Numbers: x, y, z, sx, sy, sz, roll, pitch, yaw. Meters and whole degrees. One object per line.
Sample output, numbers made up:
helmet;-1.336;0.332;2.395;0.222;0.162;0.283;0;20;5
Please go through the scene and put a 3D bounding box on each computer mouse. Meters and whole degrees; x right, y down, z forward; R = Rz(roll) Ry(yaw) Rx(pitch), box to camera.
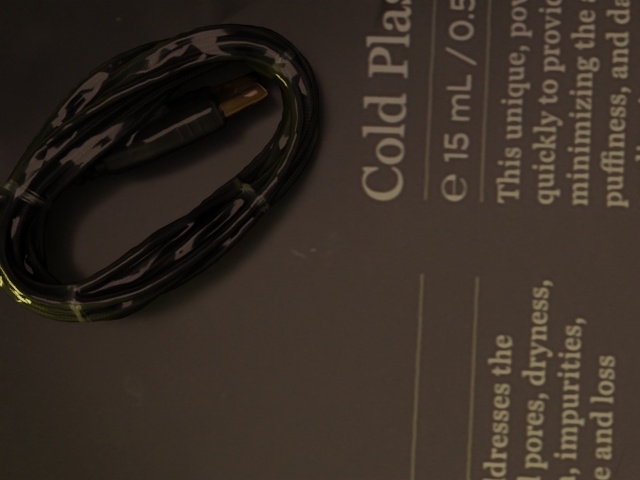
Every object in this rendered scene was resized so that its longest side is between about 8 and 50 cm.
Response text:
computer mouse;-0.114;0.007;0.319;0.242;0.041;0.071;-17;84;-1

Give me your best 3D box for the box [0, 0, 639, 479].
box;0.000;0.000;0.410;0.312;0.179;0.343;3;87;5
